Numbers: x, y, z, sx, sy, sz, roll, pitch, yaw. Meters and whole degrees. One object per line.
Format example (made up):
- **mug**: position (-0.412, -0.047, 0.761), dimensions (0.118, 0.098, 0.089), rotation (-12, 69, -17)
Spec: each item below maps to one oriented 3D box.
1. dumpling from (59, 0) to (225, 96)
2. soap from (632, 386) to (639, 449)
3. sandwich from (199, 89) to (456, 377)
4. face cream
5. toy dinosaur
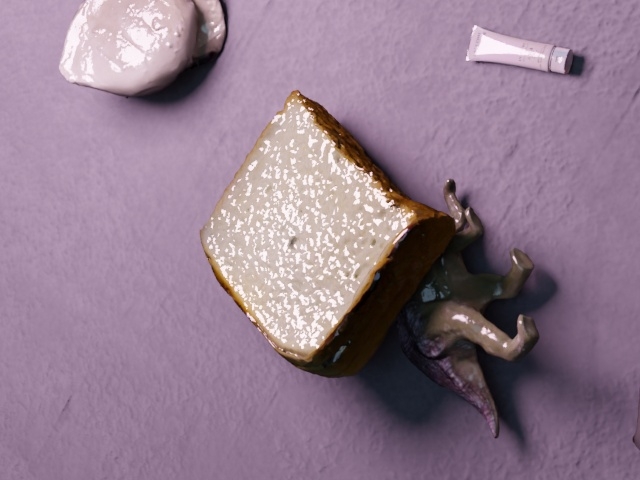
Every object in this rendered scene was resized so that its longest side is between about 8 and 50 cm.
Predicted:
- **dumpling**: position (-0.201, -0.237, 1.884), dimensions (0.176, 0.092, 0.150), rotation (-14, 85, 24)
- **soap**: position (0.443, 0.065, 1.548), dimensions (0.285, 0.107, 0.296), rotation (6, 90, 26)
- **sandwich**: position (0.001, 0.000, 1.746), dimensions (0.226, 0.087, 0.251), rotation (-55, 48, 13)
- **face cream**: position (0.203, -0.193, 1.725), dimensions (0.115, 0.020, 0.038), rotation (15, 95, 29)
- **toy dinosaur**: position (0.132, 0.051, 1.720), dimensions (0.162, 0.077, 0.294), rotation (-45, 54, 32)
